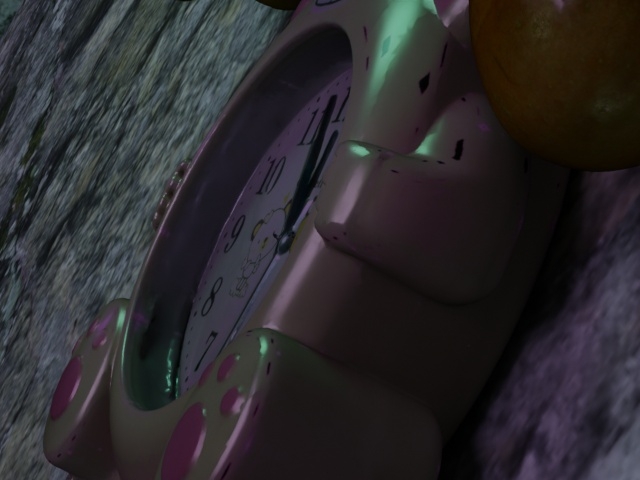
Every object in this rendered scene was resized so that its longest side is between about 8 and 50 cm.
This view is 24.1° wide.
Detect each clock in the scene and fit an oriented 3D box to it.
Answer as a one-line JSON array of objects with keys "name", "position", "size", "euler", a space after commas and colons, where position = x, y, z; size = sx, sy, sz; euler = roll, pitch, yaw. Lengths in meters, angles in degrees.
[{"name": "clock", "position": [0.000, 0.000, 0.695], "size": [0.309, 0.114, 0.284], "euler": [-65, 19, -9]}]

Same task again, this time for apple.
[{"name": "apple", "position": [0.103, -0.082, 0.547], "size": [0.102, 0.099, 0.114], "euler": [-48, 66, 42]}]

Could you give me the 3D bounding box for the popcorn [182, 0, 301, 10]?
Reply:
[{"name": "popcorn", "position": [-0.050, -0.262, 0.972], "size": [0.316, 0.281, 0.297], "euler": [-22, 14, 15]}]
